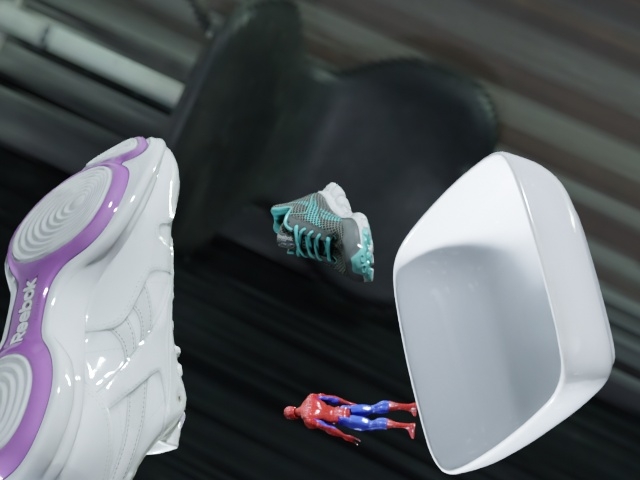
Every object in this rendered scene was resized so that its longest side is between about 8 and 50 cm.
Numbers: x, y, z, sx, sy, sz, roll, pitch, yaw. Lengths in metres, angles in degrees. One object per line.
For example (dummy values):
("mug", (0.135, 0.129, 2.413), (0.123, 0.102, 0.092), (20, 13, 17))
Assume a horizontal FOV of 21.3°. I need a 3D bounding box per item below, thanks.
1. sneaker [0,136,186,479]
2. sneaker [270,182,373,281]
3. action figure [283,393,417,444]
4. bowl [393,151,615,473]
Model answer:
("sneaker", (-0.155, 0.067, 1.207), (0.152, 0.114, 0.305), (44, 49, -38))
("sneaker", (0.000, 0.000, 1.544), (0.166, 0.076, 0.065), (-131, -148, -67))
("action figure", (0.025, 0.154, 1.482), (0.030, 0.115, 0.038), (89, 8, -56))
("bowl", (0.098, 0.039, 0.884), (0.142, 0.053, 0.142), (-47, -131, 52))
